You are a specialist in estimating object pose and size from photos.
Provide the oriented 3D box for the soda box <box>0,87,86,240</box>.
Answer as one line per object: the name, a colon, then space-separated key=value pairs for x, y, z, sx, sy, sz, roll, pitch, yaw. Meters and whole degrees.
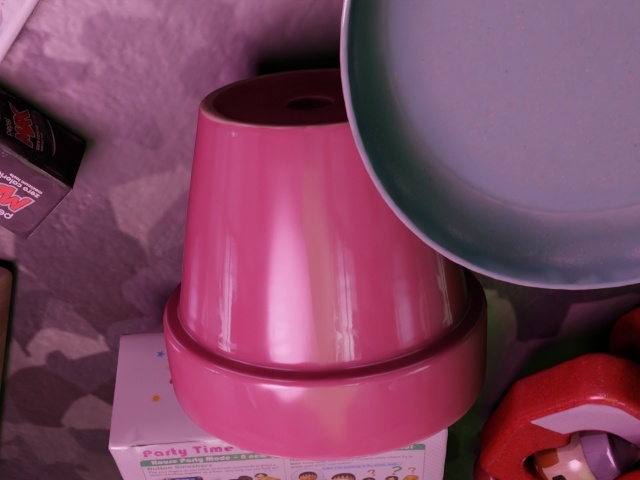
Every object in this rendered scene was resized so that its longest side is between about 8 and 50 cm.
soda box: x=-0.232 y=-0.074 z=0.576 sx=0.169 sy=0.053 sz=0.060 roll=34 pitch=121 yaw=-26

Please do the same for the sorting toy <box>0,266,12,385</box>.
sorting toy: x=-0.336 y=0.163 z=0.654 sx=0.089 sy=0.257 sz=0.256 roll=24 pitch=126 yaw=6

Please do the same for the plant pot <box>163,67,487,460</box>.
plant pot: x=0.000 y=0.000 z=0.564 sx=0.201 sy=0.201 sz=0.180 roll=-3 pitch=114 yaw=1

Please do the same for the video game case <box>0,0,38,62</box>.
video game case: x=-0.210 y=-0.203 z=0.483 sx=0.183 sy=0.023 sz=0.201 roll=29 pitch=121 yaw=-25

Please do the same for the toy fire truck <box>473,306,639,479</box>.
toy fire truck: x=0.259 y=0.192 z=0.752 sx=0.302 sy=0.169 sz=0.254 roll=29 pitch=142 yaw=-22

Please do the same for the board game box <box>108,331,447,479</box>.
board game box: x=-0.023 y=0.191 z=0.744 sx=0.223 sy=0.098 sz=0.303 roll=-3 pitch=140 yaw=0

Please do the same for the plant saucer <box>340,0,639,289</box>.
plant saucer: x=0.158 y=-0.112 z=0.423 sx=0.317 sy=0.044 sz=0.318 roll=-8 pitch=128 yaw=-10
